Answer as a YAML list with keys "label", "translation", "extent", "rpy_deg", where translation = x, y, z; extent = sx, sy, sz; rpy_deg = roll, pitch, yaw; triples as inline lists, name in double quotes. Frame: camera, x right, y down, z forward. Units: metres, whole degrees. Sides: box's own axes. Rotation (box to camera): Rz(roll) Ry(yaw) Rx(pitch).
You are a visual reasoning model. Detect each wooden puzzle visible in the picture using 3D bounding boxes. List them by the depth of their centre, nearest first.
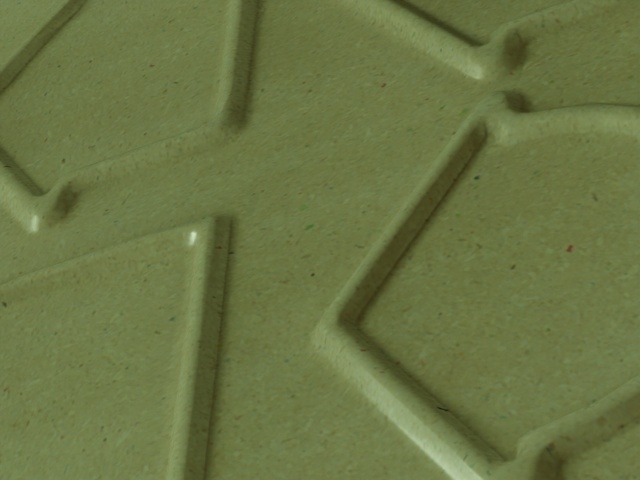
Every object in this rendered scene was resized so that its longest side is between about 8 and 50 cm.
- label: "wooden puzzle"
  translation: [0.000, 0.000, 0.491]
  extent: [0.348, 0.080, 0.322]
  rpy_deg: [-22, 34, 18]
